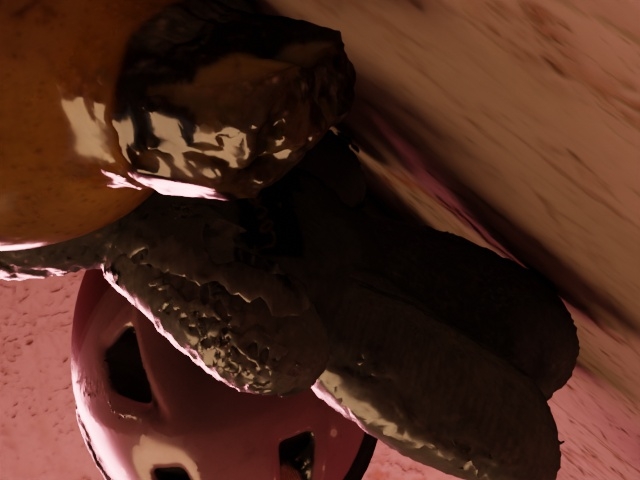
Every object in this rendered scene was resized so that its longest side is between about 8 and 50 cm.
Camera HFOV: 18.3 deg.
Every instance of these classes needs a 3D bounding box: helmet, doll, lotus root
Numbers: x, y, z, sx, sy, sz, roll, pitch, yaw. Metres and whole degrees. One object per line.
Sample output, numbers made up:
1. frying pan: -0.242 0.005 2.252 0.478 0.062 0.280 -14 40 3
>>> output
1. helmet: -0.063 0.061 1.216 0.154 0.198 0.253 63 -165 -75
2. doll: -0.028 -0.027 0.854 0.340 0.158 0.246 26 -154 4
3. lotus root: -0.119 -0.084 0.670 0.310 0.183 0.183 28 170 30

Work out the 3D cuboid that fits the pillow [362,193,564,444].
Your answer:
1. pillow: 0.000 0.000 1.097 0.302 0.075 0.185 41 -178 -24
